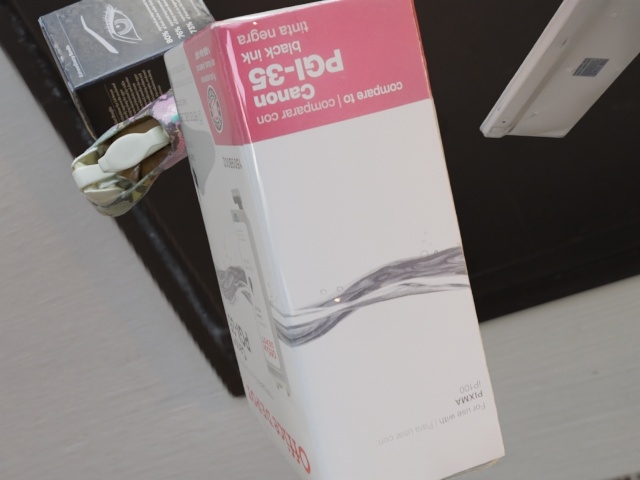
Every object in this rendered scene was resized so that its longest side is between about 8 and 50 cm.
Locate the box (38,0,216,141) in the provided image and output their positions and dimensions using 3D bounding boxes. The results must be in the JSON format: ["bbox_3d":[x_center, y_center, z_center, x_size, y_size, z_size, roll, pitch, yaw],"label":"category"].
[{"bbox_3d":[-0.241,-0.250,1.253,0.108,0.207,0.153,79,-16,-57],"label":"box"}]

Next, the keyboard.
[{"bbox_3d":[0.177,-0.122,0.659,0.256,0.072,0.014,109,-23,-74],"label":"keyboard"}]

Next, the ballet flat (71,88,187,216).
[{"bbox_3d":[-0.189,-0.078,0.914,0.079,0.221,0.076,-30,91,-47],"label":"ballet flat"}]

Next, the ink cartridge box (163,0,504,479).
[{"bbox_3d":[0.000,0.000,0.607,0.207,0.117,0.282,-160,-124,-72],"label":"ink cartridge box"}]
